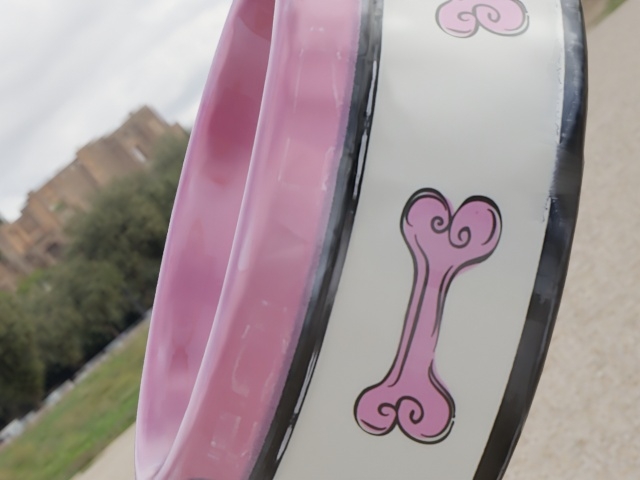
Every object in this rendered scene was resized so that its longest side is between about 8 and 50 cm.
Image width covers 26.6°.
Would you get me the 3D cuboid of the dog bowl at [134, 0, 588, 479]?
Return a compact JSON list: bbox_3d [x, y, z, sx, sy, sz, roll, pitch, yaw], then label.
[{"bbox_3d":[0.000,0.000,0.789,0.408,0.150,0.408,-167,90,-78],"label":"dog bowl"}]
